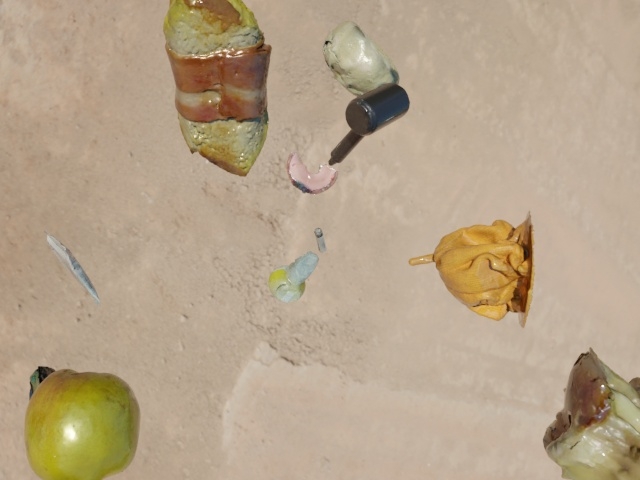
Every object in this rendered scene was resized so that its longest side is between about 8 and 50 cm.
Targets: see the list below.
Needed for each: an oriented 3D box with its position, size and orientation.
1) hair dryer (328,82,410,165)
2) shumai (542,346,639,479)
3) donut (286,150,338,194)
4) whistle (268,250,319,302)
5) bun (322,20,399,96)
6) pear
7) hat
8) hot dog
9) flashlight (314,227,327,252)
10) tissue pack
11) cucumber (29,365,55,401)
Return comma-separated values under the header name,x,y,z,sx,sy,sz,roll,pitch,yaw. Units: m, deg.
name,x,y,z,sx,sy,sz,roll,pitch,yaw
hair dryer,0.062,-0.209,1.077,0.114,0.248,0.071,-34,88,-36
shumai,0.287,0.196,0.504,0.152,0.209,0.162,19,107,-6
donut,-0.034,-0.192,1.681,0.165,0.065,0.117,21,78,-6
whistle,-0.083,0.104,1.684,0.122,0.223,0.123,27,34,-21
bun,0.100,-0.463,1.448,0.141,0.239,0.239,-44,130,14
pear,-0.409,0.318,0.944,0.199,0.200,0.200,-6,98,-41
hat,0.289,0.053,1.083,0.244,0.233,0.234,-35,127,-69
hot dog,-0.122,-0.204,0.670,0.093,0.123,0.262,-91,-173,-45
flashlight,0.000,0.000,1.316,0.018,0.018,0.083,-32,148,-11
tissue pack,-0.597,0.067,1.328,0.026,0.122,0.193,-39,137,-27
cucumber,-0.658,0.405,1.328,0.085,0.115,0.193,-6,60,-40
